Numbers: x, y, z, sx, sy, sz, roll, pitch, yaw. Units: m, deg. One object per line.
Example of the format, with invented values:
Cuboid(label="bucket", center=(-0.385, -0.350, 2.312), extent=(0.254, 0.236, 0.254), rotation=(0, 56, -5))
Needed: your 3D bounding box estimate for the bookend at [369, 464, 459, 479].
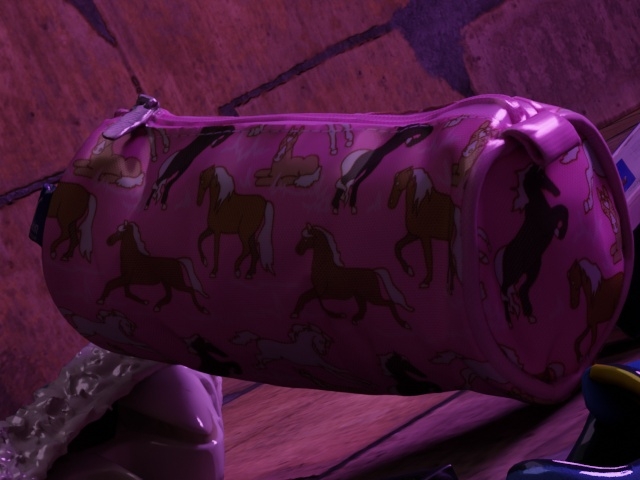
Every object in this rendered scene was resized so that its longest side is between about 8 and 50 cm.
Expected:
Cuboid(label="bookend", center=(-0.039, 0.147, 0.593), extent=(0.156, 0.072, 0.157), rotation=(-28, 2, -32))

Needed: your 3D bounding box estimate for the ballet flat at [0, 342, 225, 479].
Cuboid(label="ballet flat", center=(-0.141, 0.159, 1.192), extent=(0.147, 0.147, 0.409), rotation=(-25, 6, 32))

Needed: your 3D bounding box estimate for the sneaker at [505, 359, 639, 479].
Cuboid(label="sneaker", center=(0.135, 0.058, 0.573), extent=(0.209, 0.082, 0.069), rotation=(-26, 0, -40))

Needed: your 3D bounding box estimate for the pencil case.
Cuboid(label="pencil case", center=(0.000, 0.000, 1.090), extent=(0.386, 0.167, 0.160), rotation=(3, 57, 44))

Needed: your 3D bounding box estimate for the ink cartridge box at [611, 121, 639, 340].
Cuboid(label="ink cartridge box", center=(0.228, -0.037, 1.206), extent=(0.165, 0.065, 0.333), rotation=(-51, 0, 10))
